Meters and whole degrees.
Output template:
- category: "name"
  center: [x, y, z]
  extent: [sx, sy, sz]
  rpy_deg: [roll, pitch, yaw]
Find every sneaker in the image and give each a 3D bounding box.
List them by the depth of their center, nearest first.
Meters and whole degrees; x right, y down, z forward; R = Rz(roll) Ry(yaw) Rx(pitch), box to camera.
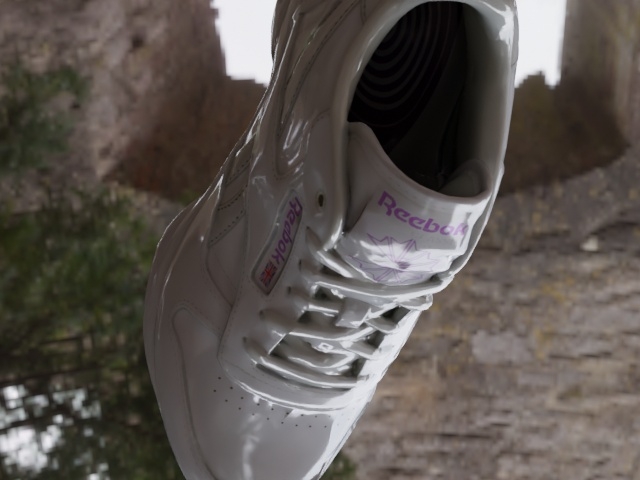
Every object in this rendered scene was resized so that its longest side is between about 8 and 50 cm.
- category: "sneaker"
  center: [0.000, 0.000, 0.621]
  extent: [0.114, 0.305, 0.152]
  rpy_deg: [12, -160, -17]
